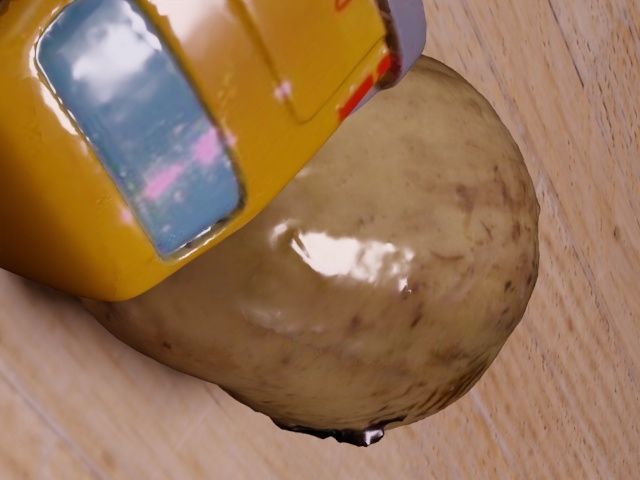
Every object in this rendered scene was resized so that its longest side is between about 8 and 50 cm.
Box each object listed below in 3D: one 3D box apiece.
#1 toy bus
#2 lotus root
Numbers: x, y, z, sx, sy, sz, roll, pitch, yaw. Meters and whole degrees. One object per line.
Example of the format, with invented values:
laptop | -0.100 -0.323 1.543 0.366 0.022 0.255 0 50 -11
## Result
toy bus | -0.091 -0.070 0.480 0.136 0.209 0.126 -52 141 -21
lotus root | 0.000 0.000 0.700 0.257 0.140 0.154 6 88 -52
